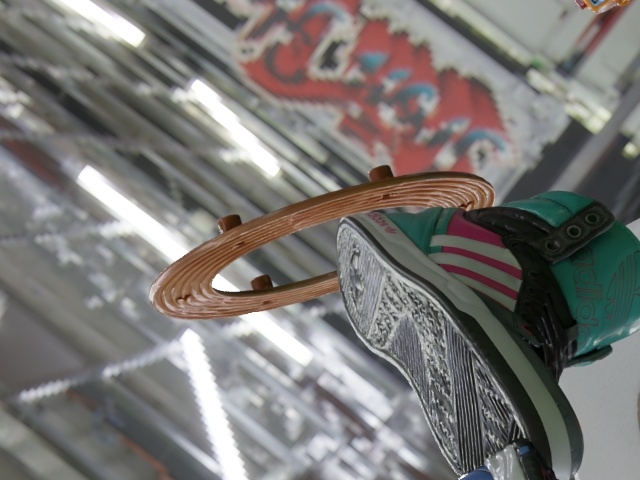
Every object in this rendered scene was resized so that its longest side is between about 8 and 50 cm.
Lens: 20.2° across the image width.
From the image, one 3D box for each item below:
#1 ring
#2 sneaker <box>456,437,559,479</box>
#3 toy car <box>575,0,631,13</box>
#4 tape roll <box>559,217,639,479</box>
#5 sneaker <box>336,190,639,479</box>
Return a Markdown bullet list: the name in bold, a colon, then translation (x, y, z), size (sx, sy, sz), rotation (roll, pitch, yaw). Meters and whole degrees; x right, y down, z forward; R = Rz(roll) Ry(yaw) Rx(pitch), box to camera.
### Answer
- **ring**: translation (0.000, 0.000, 1.677), size (0.336, 0.336, 0.032), rotation (15, -126, -65)
- **sneaker**: translation (0.106, 0.201, 0.896), size (0.080, 0.081, 0.211), rotation (52, -165, -41)
- **toy car**: translation (0.199, -0.131, 1.123), size (0.122, 0.040, 0.060), rotation (51, -171, -6)
- **tape roll**: translation (0.345, 0.150, 1.376), size (0.072, 0.392, 0.392), rotation (-23, -126, -37)
- **sneaker**: translation (0.139, 0.056, 1.126), size (0.178, 0.124, 0.295), rotation (-10, -151, -17)
